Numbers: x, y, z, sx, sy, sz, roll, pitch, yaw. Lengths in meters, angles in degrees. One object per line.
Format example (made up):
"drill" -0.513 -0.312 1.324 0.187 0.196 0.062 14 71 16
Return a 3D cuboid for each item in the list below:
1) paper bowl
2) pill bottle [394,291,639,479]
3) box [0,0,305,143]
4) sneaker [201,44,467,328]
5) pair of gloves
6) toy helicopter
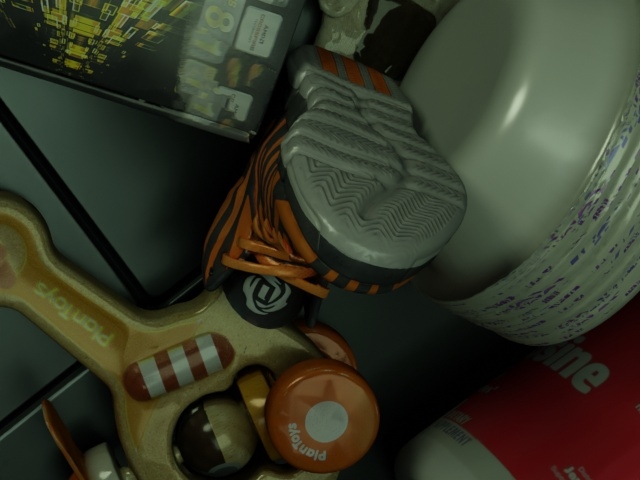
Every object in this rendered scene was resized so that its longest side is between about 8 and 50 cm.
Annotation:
"paper bowl" 0.150 -0.078 1.124 0.148 0.284 0.284 27 91 -23
"pill bottle" 0.281 0.151 1.259 0.407 0.229 0.229 -34 112 -12
"box" -0.132 -0.297 1.021 0.318 0.097 0.395 17 104 -18
"sneaker" 0.000 0.000 1.041 0.124 0.321 0.180 23 110 -10
"pair of gloves" -0.021 -0.171 1.168 0.240 0.042 0.204 34 89 -24
"toy helicopter" -0.144 0.102 1.156 0.355 0.140 0.235 39 95 -14
